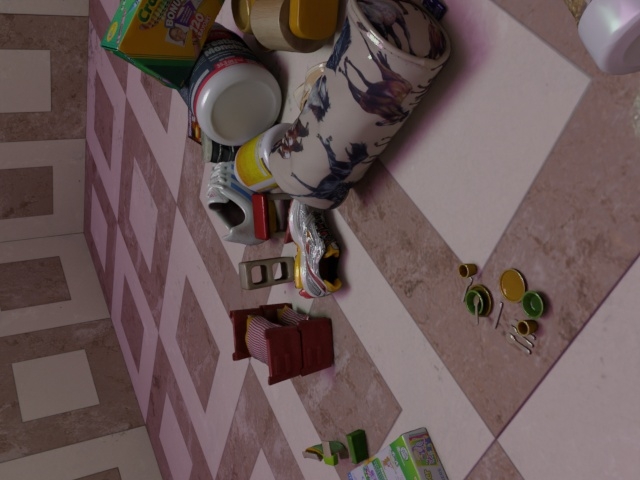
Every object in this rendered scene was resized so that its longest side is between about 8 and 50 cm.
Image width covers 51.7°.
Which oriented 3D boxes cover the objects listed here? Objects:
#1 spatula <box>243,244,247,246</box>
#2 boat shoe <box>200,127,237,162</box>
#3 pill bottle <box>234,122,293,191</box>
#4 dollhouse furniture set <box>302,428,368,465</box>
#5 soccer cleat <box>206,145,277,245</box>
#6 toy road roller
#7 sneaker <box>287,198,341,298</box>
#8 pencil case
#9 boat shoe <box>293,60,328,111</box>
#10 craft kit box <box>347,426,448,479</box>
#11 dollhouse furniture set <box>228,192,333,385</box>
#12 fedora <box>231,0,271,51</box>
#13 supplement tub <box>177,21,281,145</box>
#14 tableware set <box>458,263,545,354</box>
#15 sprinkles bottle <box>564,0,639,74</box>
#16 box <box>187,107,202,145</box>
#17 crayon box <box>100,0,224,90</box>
[{"bbox_3d":[-0.195,-0.115,1.673,0.168,0.019,0.242,-41,63,51],"label":"spatula"},{"bbox_3d":[-0.245,-0.255,1.561,0.233,0.079,0.084,-110,24,-49],"label":"boat shoe"},{"bbox_3d":[-0.106,-0.167,1.389,0.215,0.117,0.117,-11,88,61],"label":"pill bottle"},{"bbox_3d":[0.027,0.414,1.348,0.151,0.076,0.058,-10,91,51],"label":"dollhouse furniture set"},{"bbox_3d":[-0.214,-0.137,1.553,0.116,0.143,0.331,-47,58,41],"label":"soccer cleat"},{"bbox_3d":[-0.106,-0.506,1.171,0.202,0.240,0.329,29,122,56],"label":"toy road roller"},{"bbox_3d":[0.000,0.000,1.298,0.093,0.088,0.225,-6,92,41],"label":"sneaker"},{"bbox_3d":[0.045,-0.214,1.061,0.410,0.160,0.183,127,138,-52],"label":"pencil case"},{"bbox_3d":[-0.001,-0.280,1.235,0.170,0.063,0.059,147,109,-69],"label":"boat shoe"},{"bbox_3d":[0.157,0.486,1.152,0.250,0.061,0.246,67,151,24],"label":"craft kit box"},{"bbox_3d":[-0.098,0.088,1.404,0.201,0.152,0.374,8,104,60],"label":"dollhouse furniture set"},{"bbox_3d":[-0.138,-0.500,1.399,0.194,0.079,0.194,22,116,58],"label":"fedora"},{"bbox_3d":[-0.220,-0.354,1.468,0.272,0.191,0.191,55,141,39],"label":"supplement tub"},{"bbox_3d":[0.244,0.081,0.917,0.154,0.024,0.104,44,134,49],"label":"tableware set"},{"bbox_3d":[0.261,-0.343,0.675,0.121,0.121,0.355,-52,52,53],"label":"sprinkles bottle"},{"bbox_3d":[-0.289,-0.392,1.724,0.201,0.057,0.293,33,125,53],"label":"box"},{"bbox_3d":[-0.305,-0.472,1.345,0.081,0.165,0.278,24,88,43],"label":"crayon box"}]
